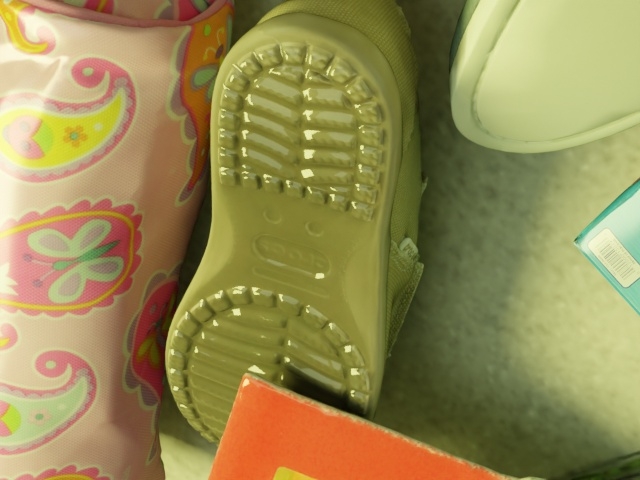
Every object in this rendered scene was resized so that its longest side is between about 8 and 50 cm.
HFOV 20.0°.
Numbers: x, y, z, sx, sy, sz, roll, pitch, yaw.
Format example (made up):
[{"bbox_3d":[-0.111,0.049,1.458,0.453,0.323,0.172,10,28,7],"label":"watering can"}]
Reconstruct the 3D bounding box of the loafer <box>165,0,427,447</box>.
[{"bbox_3d":[0.000,0.000,0.775,0.102,0.092,0.268,24,137,9],"label":"loafer"}]

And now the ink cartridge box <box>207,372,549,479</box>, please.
[{"bbox_3d":[0.044,0.229,0.808,0.261,0.066,0.296,19,121,-1],"label":"ink cartridge box"}]

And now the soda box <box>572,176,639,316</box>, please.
[{"bbox_3d":[0.199,0.048,0.685,0.210,0.071,0.067,49,127,4],"label":"soda box"}]

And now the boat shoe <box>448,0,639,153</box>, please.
[{"bbox_3d":[0.137,-0.160,0.640,0.319,0.116,0.099,-57,35,41],"label":"boat shoe"}]

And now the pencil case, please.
[{"bbox_3d":[-0.115,0.001,0.823,0.124,0.124,0.284,24,121,21],"label":"pencil case"}]
